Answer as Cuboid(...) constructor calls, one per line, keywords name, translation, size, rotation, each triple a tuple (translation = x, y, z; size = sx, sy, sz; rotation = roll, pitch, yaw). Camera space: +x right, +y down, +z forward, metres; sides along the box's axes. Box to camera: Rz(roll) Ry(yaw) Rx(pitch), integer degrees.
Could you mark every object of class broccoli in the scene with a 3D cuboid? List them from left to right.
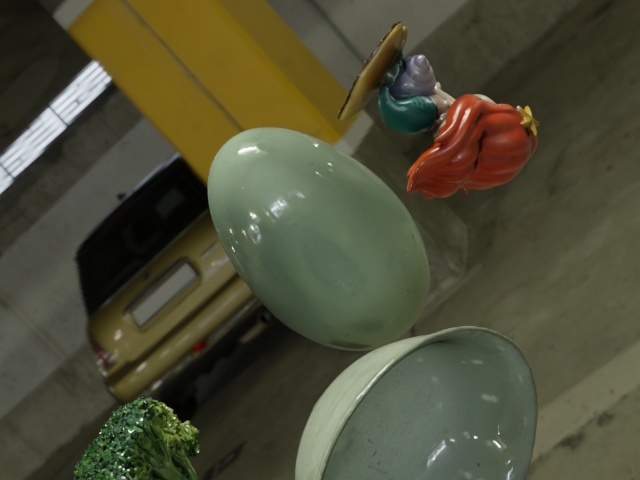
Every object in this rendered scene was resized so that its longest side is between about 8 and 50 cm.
Cuboid(name="broccoli", translation=(-0.187, 0.286, 1.072), size=(0.194, 0.194, 0.220), rotation=(-44, 11, -15))

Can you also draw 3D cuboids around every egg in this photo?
Cuboid(name="egg", translation=(0.000, 0.000, 1.233), size=(0.230, 0.371, 0.230), rotation=(-30, 34, 22))

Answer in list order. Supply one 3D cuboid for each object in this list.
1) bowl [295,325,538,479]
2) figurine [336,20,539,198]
Cuboid(name="bowl", translation=(0.070, 0.216, 0.962), size=(0.313, 0.313, 0.146), rotation=(-45, 38, -22))
Cuboid(name="figurine", translation=(0.164, -0.156, 1.287), size=(0.181, 0.257, 0.208), rotation=(-57, -5, 12))
